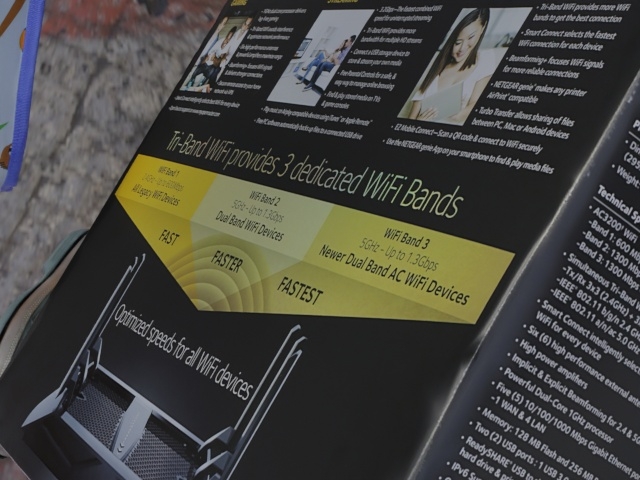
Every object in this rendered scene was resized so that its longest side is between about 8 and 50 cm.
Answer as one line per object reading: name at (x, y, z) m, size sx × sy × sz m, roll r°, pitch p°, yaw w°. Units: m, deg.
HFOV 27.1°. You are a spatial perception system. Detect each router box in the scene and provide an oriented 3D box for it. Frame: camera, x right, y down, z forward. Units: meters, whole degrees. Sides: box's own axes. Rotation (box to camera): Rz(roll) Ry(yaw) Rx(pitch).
router box at (0.004, 0.015, 0.479) m, size 0.081 × 0.309 × 0.243 m, roll 33°, pitch 83°, yaw -28°

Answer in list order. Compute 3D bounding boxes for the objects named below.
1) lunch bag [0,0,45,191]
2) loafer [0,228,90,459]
lunch bag at (-0.452, -0.206, 1.333) m, size 0.328 × 0.239 × 0.385 m, roll 2°, pitch 135°, yaw -17°
loafer at (-0.220, 0.079, 1.175) m, size 0.084 × 0.267 × 0.096 m, roll -5°, pitch 128°, yaw 20°
